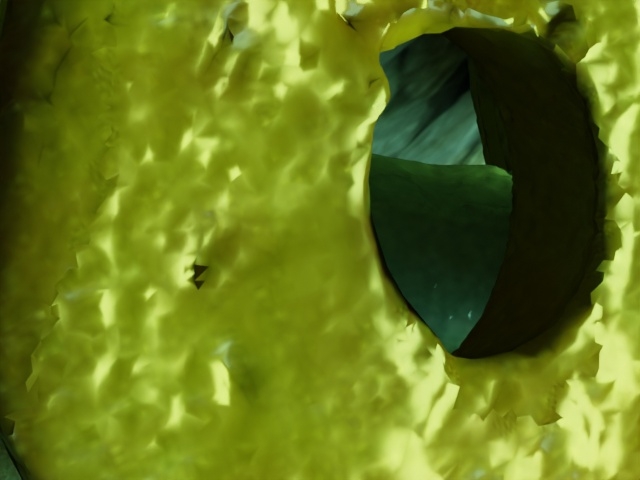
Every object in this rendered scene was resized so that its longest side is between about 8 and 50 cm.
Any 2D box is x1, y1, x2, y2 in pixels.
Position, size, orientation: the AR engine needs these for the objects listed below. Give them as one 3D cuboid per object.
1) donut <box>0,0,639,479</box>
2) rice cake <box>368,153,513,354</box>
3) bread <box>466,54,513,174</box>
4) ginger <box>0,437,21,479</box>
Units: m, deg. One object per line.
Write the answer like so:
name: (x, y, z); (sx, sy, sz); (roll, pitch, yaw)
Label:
donut: (0.029, -0.014, 0.496); (0.303, 0.303, 0.110); (-28, -168, -23)
rice cake: (0.001, 0.000, 0.608); (0.206, 0.063, 0.069); (10, 117, -8)
bread: (0.185, -0.069, 0.700); (0.253, 0.142, 0.227); (-15, -170, -29)
ginger: (-0.156, 0.101, 0.453); (0.288, 0.075, 0.089); (-26, 166, -48)
